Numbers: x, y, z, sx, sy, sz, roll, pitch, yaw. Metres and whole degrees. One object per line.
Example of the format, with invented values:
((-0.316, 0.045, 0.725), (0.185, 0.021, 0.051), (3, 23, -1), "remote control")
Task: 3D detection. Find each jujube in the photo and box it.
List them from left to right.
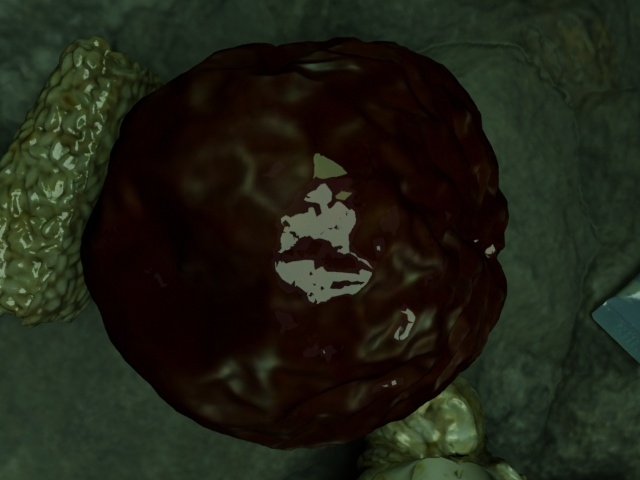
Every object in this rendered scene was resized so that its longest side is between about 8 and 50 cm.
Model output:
((0.000, 0.000, 0.515), (0.213, 0.232, 0.213), (7, 105, 28), "jujube")

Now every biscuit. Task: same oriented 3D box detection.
((-0.147, -0.033, 0.567), (0.070, 0.082, 0.168), (27, 95, 7), "biscuit")

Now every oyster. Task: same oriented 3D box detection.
((0.042, 0.212, 0.666), (0.166, 0.094, 0.294), (26, 114, -25), "oyster")

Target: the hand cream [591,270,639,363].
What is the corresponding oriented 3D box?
((0.319, -0.015, 0.705), (0.091, 0.058, 0.271), (41, 94, -15), "hand cream")
